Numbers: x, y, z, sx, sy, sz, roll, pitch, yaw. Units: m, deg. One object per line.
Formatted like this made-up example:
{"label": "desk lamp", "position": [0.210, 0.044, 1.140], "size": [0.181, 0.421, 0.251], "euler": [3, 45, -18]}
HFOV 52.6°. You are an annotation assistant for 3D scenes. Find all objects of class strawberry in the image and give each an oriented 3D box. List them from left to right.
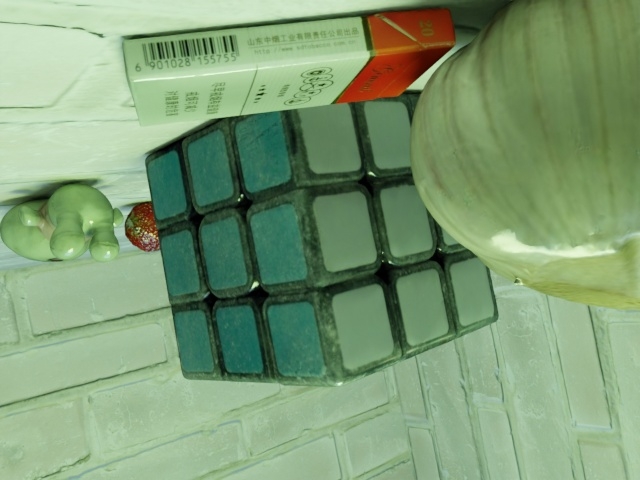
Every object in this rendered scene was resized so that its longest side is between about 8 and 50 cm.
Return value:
{"label": "strawberry", "position": [-0.345, -0.025, 1.279], "size": [0.106, 0.106, 0.106], "euler": [-11, 179, 0]}

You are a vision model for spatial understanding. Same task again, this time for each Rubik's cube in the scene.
{"label": "Rubik's cube", "position": [0.000, 0.000, 0.815], "size": [0.303, 0.301, 0.305], "euler": [-9, 177, -41]}

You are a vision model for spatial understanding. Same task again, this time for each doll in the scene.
{"label": "doll", "position": [-0.392, -0.024, 0.978], "size": [0.154, 0.113, 0.274], "euler": [2, 177, -41]}

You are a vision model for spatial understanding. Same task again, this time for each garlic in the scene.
{"label": "garlic", "position": [0.227, -0.081, 0.520], "size": [0.317, 0.260, 0.317], "euler": [9, 148, 5]}

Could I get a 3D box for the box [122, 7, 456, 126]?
{"label": "box", "position": [-0.029, -0.137, 0.525], "size": [0.245, 0.035, 0.139], "euler": [-11, 178, -12]}
